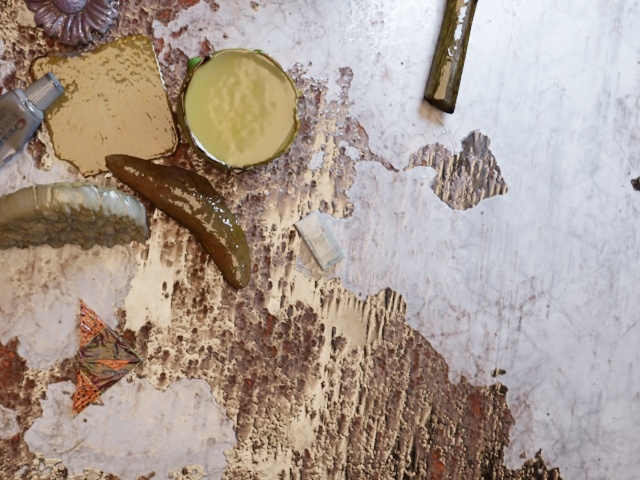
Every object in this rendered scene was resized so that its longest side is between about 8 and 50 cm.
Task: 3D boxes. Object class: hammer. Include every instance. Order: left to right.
[{"bbox_3d":[0.271,-0.455,1.638,0.242,0.095,0.409,13,91,-10],"label":"hammer"}]

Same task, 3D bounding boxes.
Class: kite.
[{"bbox_3d":[-0.386,0.217,1.520,0.125,0.008,0.222,3,88,-13],"label":"kite"}]

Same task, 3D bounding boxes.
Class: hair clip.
[{"bbox_3d":[-0.387,-0.472,1.511,0.300,0.069,0.173,-29,94,-10],"label":"hair clip"}]

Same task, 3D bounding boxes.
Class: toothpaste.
[{"bbox_3d":[-0.575,-0.195,1.472,0.282,0.068,0.099,-40,68,-2],"label":"toothpaste"}]

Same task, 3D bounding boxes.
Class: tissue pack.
[{"bbox_3d":[0.000,0.000,1.590,0.056,0.023,0.108,-33,93,-10],"label":"tissue pack"}]

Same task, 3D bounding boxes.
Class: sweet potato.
[{"bbox_3d":[-0.235,-0.062,1.513,0.341,0.092,0.114,44,73,-7],"label":"sweet potato"}]

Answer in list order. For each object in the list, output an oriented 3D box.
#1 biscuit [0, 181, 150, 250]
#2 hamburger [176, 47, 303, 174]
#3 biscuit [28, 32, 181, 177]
[{"bbox_3d":[-0.434,-0.049,1.445,0.281,0.179,0.084,-1,67,-18],"label":"biscuit"},{"bbox_3d":[-0.153,-0.240,1.509,0.237,0.149,0.237,-2,97,-14],"label":"hamburger"},{"bbox_3d":[-0.393,-0.246,1.530,0.232,0.013,0.237,-16,91,-11],"label":"biscuit"}]
